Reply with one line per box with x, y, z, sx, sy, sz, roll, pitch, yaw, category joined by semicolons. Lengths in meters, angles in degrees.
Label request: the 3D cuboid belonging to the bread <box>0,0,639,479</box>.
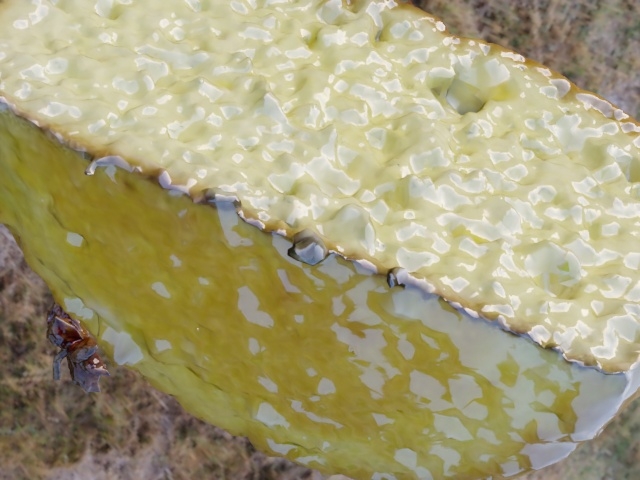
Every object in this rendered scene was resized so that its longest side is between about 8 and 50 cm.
0.000;0.000;0.455;0.194;0.340;0.179;-58;170;-46;bread

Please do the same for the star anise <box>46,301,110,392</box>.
-0.512;0.212;2.004;0.111;0.212;0.196;-12;167;-19;star anise
